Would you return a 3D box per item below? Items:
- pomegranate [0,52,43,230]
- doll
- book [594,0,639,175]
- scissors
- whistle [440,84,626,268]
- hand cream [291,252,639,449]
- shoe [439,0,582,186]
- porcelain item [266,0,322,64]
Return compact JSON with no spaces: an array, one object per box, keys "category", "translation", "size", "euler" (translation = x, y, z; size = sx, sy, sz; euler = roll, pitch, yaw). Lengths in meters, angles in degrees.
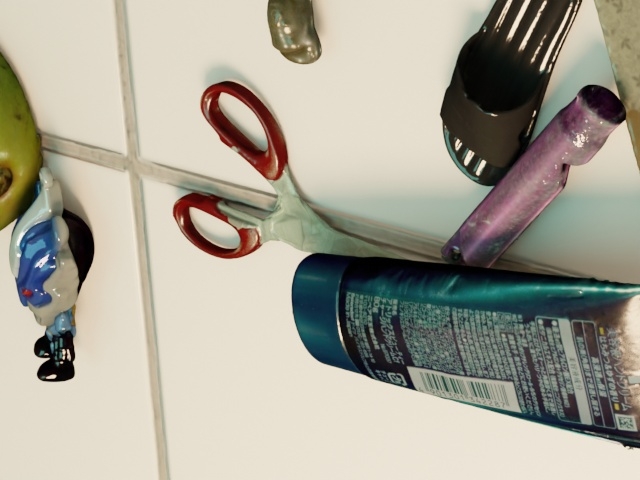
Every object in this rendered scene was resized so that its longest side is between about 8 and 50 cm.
[{"category":"pomegranate","translation":[-0.352,-0.096,1.138],"size":[0.190,0.159,0.241],"euler":[-27,87,44]},{"category":"doll","translation":[-0.219,0.024,1.149],"size":[0.096,0.070,0.195],"euler":[-125,32,-50]},{"category":"book","translation":[0.223,-0.085,0.752],"size":[0.138,0.016,0.199],"euler":[-7,106,42]},{"category":"scissors","translation":[0.000,0.000,0.985],"size":[0.247,0.017,0.144],"euler":[35,130,21]},{"category":"whistle","translation":[0.124,-0.031,0.843],"size":[0.033,0.033,0.176],"euler":[49,139,11]},{"category":"hand cream","translation":[0.099,0.063,0.871],"size":[0.270,0.061,0.120],"euler":[10,126,42]},{"category":"shoe","translation":[0.104,-0.097,0.825],"size":[0.062,0.053,0.159],"euler":[35,127,18]},{"category":"porcelain item","translation":[-0.031,-0.214,0.879],"size":[0.081,0.069,0.216],"euler":[11,122,31]}]
